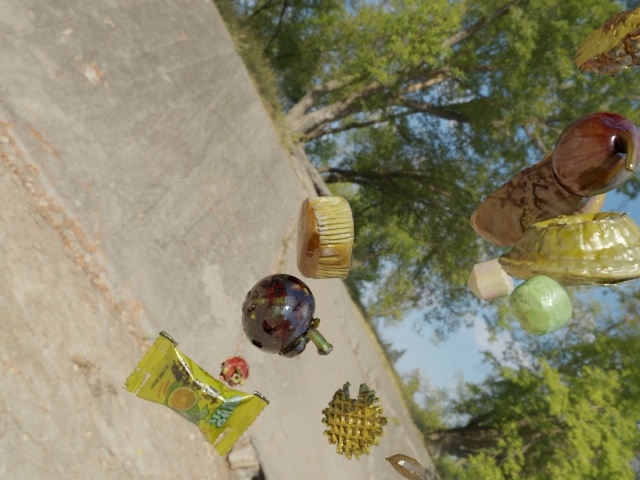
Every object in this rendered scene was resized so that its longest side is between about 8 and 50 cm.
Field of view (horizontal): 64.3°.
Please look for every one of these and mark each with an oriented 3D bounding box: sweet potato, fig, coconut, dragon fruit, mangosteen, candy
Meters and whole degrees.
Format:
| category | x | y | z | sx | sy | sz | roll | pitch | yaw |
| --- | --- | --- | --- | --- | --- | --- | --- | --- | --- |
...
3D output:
| category | x | y | z | sx | sy | sz | roll | pitch | yaw |
| --- | --- | --- | --- | --- | --- | --- | --- | --- | --- |
| sweet potato | 0.287 | 0.695 | 1.513 | 0.226 | 0.068 | 0.068 | 42 | -2 | -6 |
| fig | 0.570 | -0.181 | 1.010 | 0.175 | 0.175 | 0.207 | 61 | -12 | 5 |
| coconut | 0.338 | 0.097 | 0.778 | 0.088 | 0.096 | 0.087 | 53 | -24 | 35 |
| dragon fruit | -0.240 | 0.367 | 1.423 | 0.086 | 0.081 | 0.116 | 49 | -7 | 3 |
| coconut | 0.615 | 0.147 | 1.859 | 0.147 | 0.153 | 0.147 | 42 | 37 | -43 |
| mangosteen | -0.088 | 0.228 | 1.453 | 0.289 | 0.231 | 0.231 | 36 | 4 | -18 |
| candy | -0.288 | 0.353 | 1.173 | 0.297 | 0.187 | 0.081 | 37 | 12 | -2 |

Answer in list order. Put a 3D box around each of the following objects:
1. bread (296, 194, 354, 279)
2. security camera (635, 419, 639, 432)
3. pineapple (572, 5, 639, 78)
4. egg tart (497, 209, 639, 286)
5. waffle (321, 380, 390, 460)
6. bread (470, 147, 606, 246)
| category | x | y | z | sx | sy | sz | roll | pitch | yaw |
| --- | --- | --- | --- | --- | --- | --- | --- | --- | --- |
| bread | 0.000 | 0.000 | 1.614 | 0.204 | 0.156 | 0.288 | -111 | -159 | -44 |
| security camera | 0.643 | 0.330 | 0.951 | 0.058 | 0.058 | 0.092 | 57 | -42 | 49 |
| pineapple | 0.674 | -0.401 | 1.129 | 0.164 | 0.140 | 0.250 | 41 | 0 | -18 |
| egg tart | 0.482 | 0.010 | 0.961 | 0.290 | 0.290 | 0.115 | -150 | -127 | -83 |
| waffle | 0.104 | 0.574 | 1.630 | 0.051 | 0.231 | 0.228 | 26 | 17 | -49 |
| bread | 0.552 | -0.073 | 1.240 | 0.194 | 0.340 | 0.179 | 16 | 43 | -47 |
